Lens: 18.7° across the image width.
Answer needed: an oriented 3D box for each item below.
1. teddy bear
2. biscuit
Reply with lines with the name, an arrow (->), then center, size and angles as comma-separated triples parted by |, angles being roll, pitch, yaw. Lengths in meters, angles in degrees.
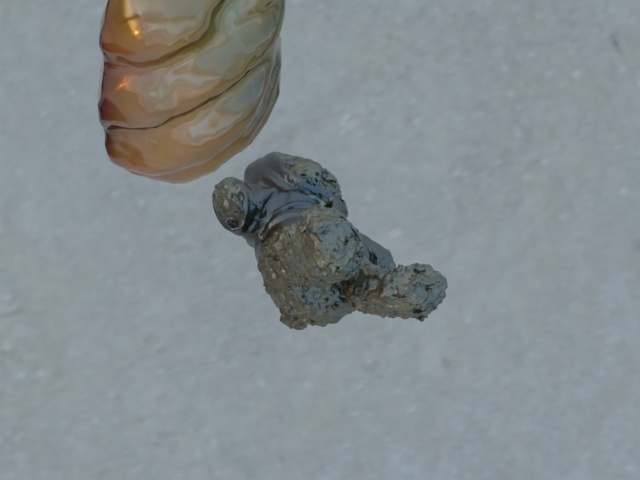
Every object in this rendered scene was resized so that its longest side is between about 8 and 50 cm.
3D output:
teddy bear -> -0.004, 0.008, 1.032 | 0.119, 0.160, 0.078 | 26, 101, -26
biscuit -> -0.036, -0.091, 0.630 | 0.061, 0.183, 0.118 | 9, 31, 2
